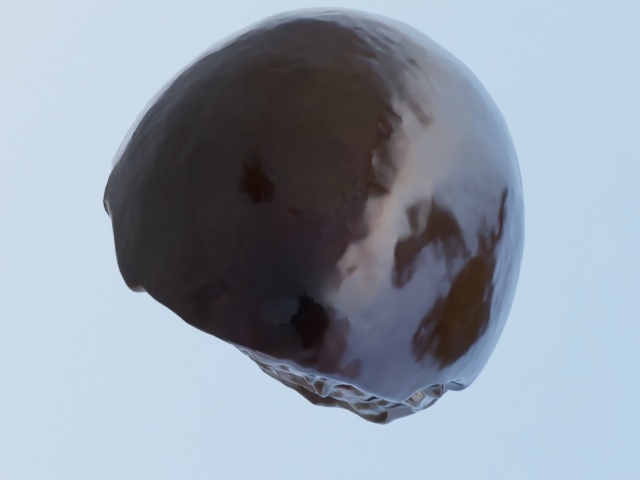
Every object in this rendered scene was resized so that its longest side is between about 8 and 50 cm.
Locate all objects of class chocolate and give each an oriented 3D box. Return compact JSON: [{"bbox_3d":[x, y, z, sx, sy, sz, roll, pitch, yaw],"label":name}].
[{"bbox_3d":[0.000,0.000,0.545,0.133,0.124,0.127,-123,-144,-72],"label":"chocolate"}]
